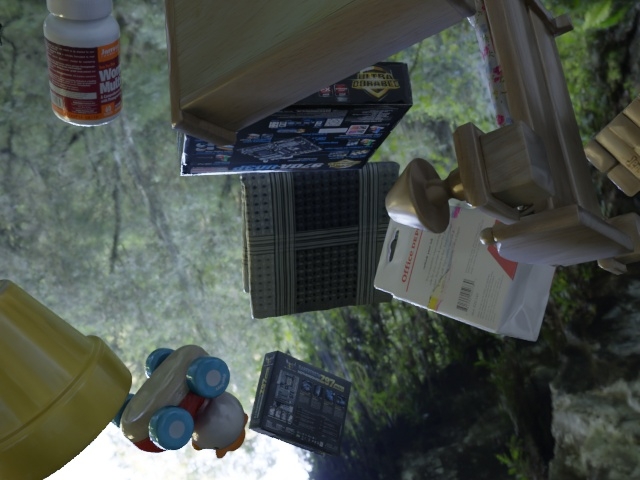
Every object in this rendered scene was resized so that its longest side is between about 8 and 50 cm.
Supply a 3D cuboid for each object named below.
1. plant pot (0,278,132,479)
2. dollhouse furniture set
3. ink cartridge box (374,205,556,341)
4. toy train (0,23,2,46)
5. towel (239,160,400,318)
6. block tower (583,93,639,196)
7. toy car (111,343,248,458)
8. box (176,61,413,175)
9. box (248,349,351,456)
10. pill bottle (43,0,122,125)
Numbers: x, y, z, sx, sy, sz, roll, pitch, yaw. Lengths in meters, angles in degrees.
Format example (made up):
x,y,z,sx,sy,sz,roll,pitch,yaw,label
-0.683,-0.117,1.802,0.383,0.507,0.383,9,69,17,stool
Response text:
x,y,z,sx,sy,sz,roll,pitch,yaw,label
-0.455,0.197,1.013,0.254,0.239,0.254,-28,-159,12,plant pot
0.078,-0.127,0.493,0.174,0.303,0.355,-18,160,33,dollhouse furniture set
0.151,0.024,0.737,0.067,0.115,0.198,14,-178,-35,ink cartridge box
-0.333,-0.217,0.669,0.027,0.036,0.158,-12,-174,-18,toy train
0.000,0.000,1.341,0.312,0.324,0.056,-6,-152,-12,towel
0.349,-0.160,0.493,0.097,0.091,0.335,-36,167,-41,block tower
-0.230,0.339,1.280,0.219,0.238,0.210,-5,-138,52,toy car
-0.036,-0.124,0.714,0.220,0.051,0.175,-4,165,-14,box
-0.042,0.381,1.582,0.059,0.233,0.183,-23,-133,47,box
-0.398,-0.316,1.147,0.121,0.221,0.121,7,-142,-5,pill bottle
